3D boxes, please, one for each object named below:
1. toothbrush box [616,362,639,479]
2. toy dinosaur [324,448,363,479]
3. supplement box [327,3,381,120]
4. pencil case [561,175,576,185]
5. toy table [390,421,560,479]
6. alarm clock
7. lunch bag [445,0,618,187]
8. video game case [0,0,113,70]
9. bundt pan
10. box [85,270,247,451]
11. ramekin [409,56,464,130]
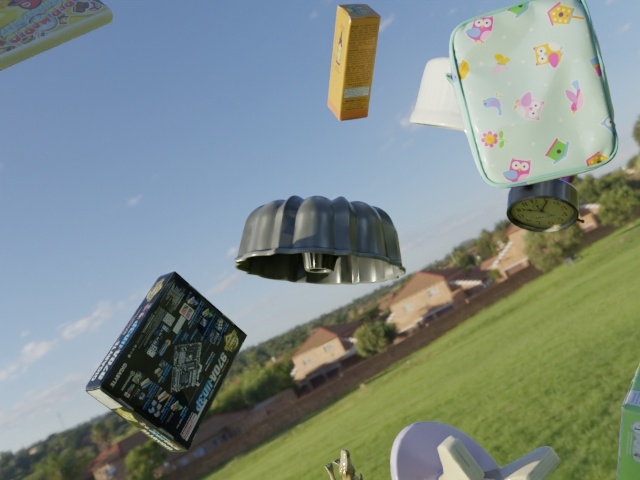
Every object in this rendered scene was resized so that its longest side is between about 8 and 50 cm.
[{"bbox_3d":[0.499,0.223,0.707,0.283,0.122,0.206,6,19,33],"label":"toothbrush box"},{"bbox_3d":[0.055,0.327,0.799,0.053,0.183,0.093,-44,22,-18],"label":"toy dinosaur"},{"bbox_3d":[0.069,-0.378,1.371,0.080,0.078,0.233,-12,-47,-17],"label":"supplement box"},{"bbox_3d":[0.589,-0.197,1.566,0.105,0.104,0.236,-26,-31,-11],"label":"pencil case"},{"bbox_3d":[0.241,0.408,0.994,0.252,0.274,0.161,-49,1,-21],"label":"toy table"},{"bbox_3d":[0.410,-0.079,1.205,0.129,0.064,0.192,-10,-31,38],"label":"alarm clock"},{"bbox_3d":[0.317,-0.226,0.983,0.224,0.279,0.108,-13,-1,22],"label":"lunch bag"},{"bbox_3d":[-0.467,-0.350,0.955,0.227,0.206,0.026,-40,-18,-32],"label":"video game case"},{"bbox_3d":[0.000,0.000,1.237,0.331,0.124,0.331,2,-14,0],"label":"bundt pan"},{"bbox_3d":[-0.229,0.185,0.995,0.051,0.175,0.220,-18,36,42],"label":"box"},{"bbox_3d":[0.329,-0.287,1.305,0.278,0.135,0.277,7,10,-1],"label":"ramekin"}]
